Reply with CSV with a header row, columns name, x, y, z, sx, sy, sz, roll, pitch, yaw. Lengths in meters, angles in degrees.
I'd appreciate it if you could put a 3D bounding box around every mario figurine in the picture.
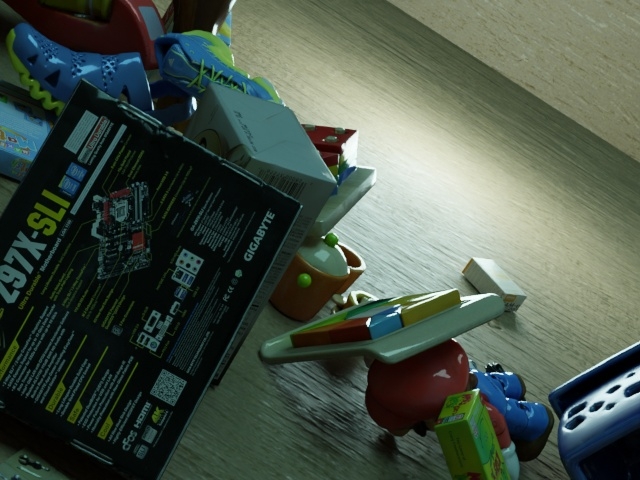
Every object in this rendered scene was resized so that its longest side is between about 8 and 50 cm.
name,x,y,z,sx,sy,sz,roll,pitch,yaw
mario figurine,0.158,0.219,1.743,0.198,0.170,0.320,4,-13,41

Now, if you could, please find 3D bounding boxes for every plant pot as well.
name,x,y,z,sx,sy,sz,roll,pitch,yaw
plant pot,0.446,0.264,1.767,0.236,0.236,0.212,56,9,-20

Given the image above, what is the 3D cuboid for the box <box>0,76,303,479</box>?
name,x,y,z,sx,sy,sz,roll,pitch,yaw
box,-0.202,0.043,1.329,0.257,0.322,0.079,28,-11,-7

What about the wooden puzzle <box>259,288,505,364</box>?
name,x,y,z,sx,sy,sz,roll,pitch,yaw
wooden puzzle,0.073,0.102,1.664,0.221,0.044,0.238,-19,9,-39

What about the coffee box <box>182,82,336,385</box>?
name,x,y,z,sx,sy,sz,roll,pitch,yaw
coffee box,-0.121,-0.004,1.540,0.118,0.297,0.168,16,28,-31

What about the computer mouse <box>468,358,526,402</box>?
name,x,y,z,sx,sy,sz,roll,pitch,yaw
computer mouse,0.203,0.179,1.923,0.193,0.042,0.106,24,19,-20

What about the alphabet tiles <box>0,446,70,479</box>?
name,x,y,z,sx,sy,sz,roll,pitch,yaw
alphabet tiles,-0.275,0.261,1.176,0.198,0.009,0.237,36,22,8

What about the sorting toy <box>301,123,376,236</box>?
name,x,y,z,sx,sy,sz,roll,pitch,yaw
sorting toy,-0.076,-0.102,1.905,0.257,0.089,0.255,8,22,17

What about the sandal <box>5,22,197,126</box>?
name,x,y,z,sx,sy,sz,roll,pitch,yaw
sandal,-0.295,-0.216,1.877,0.317,0.138,0.126,32,21,-37

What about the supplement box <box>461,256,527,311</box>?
name,x,y,z,sx,sy,sz,roll,pitch,yaw
supplement box,0.293,0.074,2.270,0.062,0.036,0.098,8,32,-46

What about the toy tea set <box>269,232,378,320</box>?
name,x,y,z,sx,sy,sz,roll,pitch,yaw
toy tea set,0.000,0.000,1.919,0.200,0.124,0.336,18,27,-33

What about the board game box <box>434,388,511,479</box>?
name,x,y,z,sx,sy,sz,roll,pitch,yaw
board game box,0.188,0.277,1.576,0.092,0.043,0.181,-48,120,-68

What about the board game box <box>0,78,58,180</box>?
name,x,y,z,sx,sy,sz,roll,pitch,yaw
board game box,-0.402,-0.146,1.796,0.160,0.039,0.211,22,23,-27

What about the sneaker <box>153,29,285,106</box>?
name,x,y,z,sx,sy,sz,roll,pitch,yaw
sneaker,-0.150,-0.207,1.841,0.126,0.091,0.240,2,34,-47

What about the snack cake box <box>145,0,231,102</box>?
name,x,y,z,sx,sy,sz,roll,pitch,yaw
snack cake box,-0.224,-0.334,2.272,0.089,0.152,0.264,26,24,-17

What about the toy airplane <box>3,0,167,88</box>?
name,x,y,z,sx,sy,sz,roll,pitch,yaw
toy airplane,-0.408,-0.425,2.055,0.384,0.272,0.386,21,25,-25

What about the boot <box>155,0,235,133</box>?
name,x,y,z,sx,sy,sz,roll,pitch,yaw
boot,-0.176,-0.292,2.001,0.096,0.281,0.264,9,7,-34
